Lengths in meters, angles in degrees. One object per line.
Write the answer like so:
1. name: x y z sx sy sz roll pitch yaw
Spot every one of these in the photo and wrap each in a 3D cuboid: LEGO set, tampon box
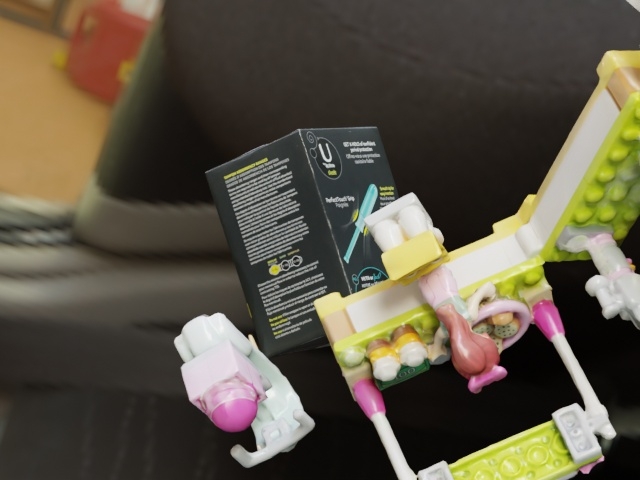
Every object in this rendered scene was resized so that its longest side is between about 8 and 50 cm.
1. LEGO set: 0.090 0.017 0.765 0.287 0.132 0.107 -37 52 17
2. tampon box: 0.000 0.000 1.578 0.101 0.120 0.161 -22 81 32
